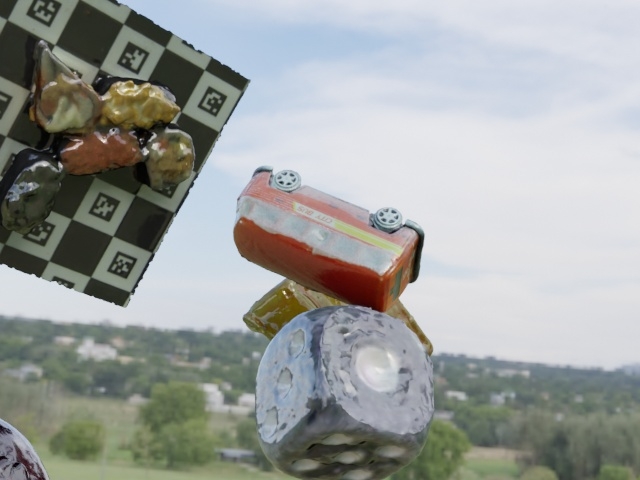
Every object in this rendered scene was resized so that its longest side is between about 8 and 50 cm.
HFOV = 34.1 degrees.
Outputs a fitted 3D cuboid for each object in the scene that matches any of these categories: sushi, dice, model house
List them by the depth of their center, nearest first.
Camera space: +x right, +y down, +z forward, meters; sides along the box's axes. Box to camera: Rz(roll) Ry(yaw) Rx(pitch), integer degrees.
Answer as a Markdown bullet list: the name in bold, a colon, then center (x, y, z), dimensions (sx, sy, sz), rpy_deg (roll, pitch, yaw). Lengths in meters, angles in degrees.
- **sushi**: center (-0.285, -0.107, 1.264), dimensions (0.343, 0.359, 0.064), rpy_deg (26, 7, -37)
- **dice**: center (0.029, 0.203, 1.352), dimensions (0.181, 0.182, 0.183), rpy_deg (19, -42, -25)
- **model house**: center (0.038, 0.158, 1.683), dimensions (0.268, 0.239, 0.173), rpy_deg (-31, -28, -35)

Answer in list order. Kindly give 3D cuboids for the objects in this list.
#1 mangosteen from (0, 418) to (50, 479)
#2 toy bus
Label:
- **mangosteen**: center (-0.394, 0.286, 1.035), dimensions (0.265, 0.228, 0.228), rpy_deg (-26, -24, 24)
- **toy bus**: center (0.000, 0.000, 1.408), dimensions (0.265, 0.120, 0.121), rpy_deg (23, -38, 17)
